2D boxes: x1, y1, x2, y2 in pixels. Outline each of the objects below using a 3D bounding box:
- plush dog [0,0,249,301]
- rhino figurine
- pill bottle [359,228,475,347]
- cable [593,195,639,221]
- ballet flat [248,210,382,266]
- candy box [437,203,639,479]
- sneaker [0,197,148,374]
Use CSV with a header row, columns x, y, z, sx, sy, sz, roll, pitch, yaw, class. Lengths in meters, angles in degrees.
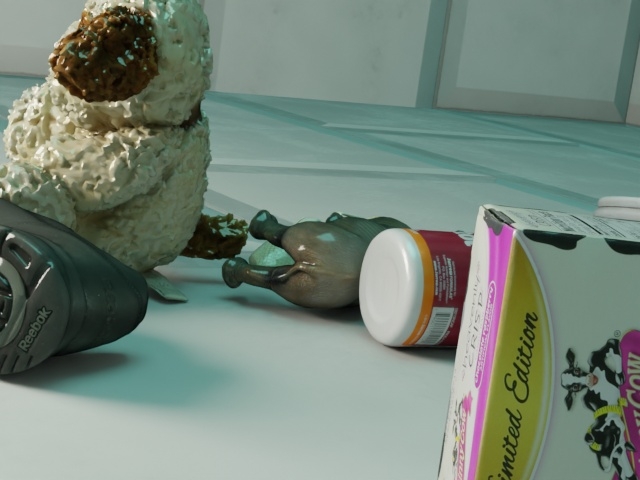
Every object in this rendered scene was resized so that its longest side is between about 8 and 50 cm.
x,y,z,sx,sy,sz,roll,pitch,yaw,class
-0.145,-0.098,1.022,0.210,0.225,0.262,9,25,-6,plush dog
0.041,0.015,1.083,0.106,0.073,0.243,12,9,40,rhino figurine
0.112,0.037,0.979,0.152,0.086,0.086,3,11,-25,pill bottle
0.349,0.025,1.095,0.257,0.089,0.257,12,0,19,cable
0.000,0.000,1.182,0.057,0.052,0.168,17,14,39,ballet flat
0.180,0.077,0.618,0.233,0.159,0.071,6,10,-7,candy box
-0.234,0.012,0.867,0.286,0.109,0.130,26,12,32,sneaker
